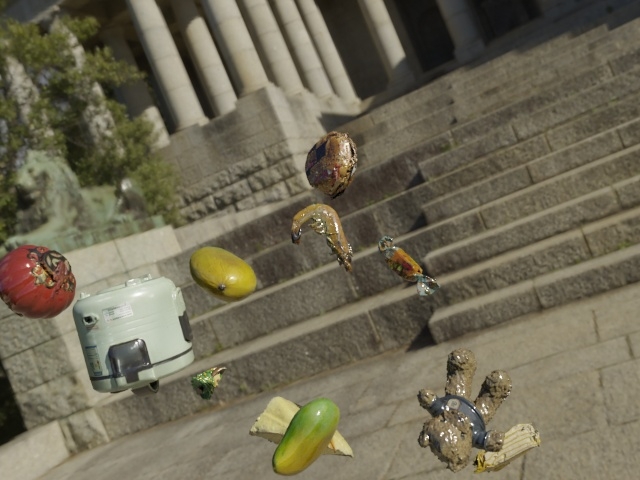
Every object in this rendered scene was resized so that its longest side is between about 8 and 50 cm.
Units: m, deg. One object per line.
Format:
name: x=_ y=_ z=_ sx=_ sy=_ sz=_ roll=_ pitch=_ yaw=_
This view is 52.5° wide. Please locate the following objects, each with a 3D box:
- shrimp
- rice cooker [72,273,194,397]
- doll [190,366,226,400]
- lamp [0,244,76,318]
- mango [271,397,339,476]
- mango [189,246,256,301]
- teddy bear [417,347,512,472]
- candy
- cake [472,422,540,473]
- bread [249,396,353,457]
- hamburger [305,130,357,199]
shrimp: x=0.000 y=0.000 z=1.462 sx=0.124 sy=0.178 sz=0.034 roll=-16 pitch=-15 yaw=-17
rice cooker: x=-0.376 y=0.199 z=1.329 sx=0.226 sy=0.244 sz=0.226 roll=-12 pitch=1 yaw=0
doll: x=-0.329 y=0.400 z=1.896 sx=0.078 sy=0.076 sz=0.113 roll=-50 pitch=9 yaw=47
lamp: x=-0.804 y=0.115 z=1.851 sx=0.227 sy=0.227 sz=0.227 roll=-23 pitch=1 yaw=0
mango: x=-0.032 y=0.427 z=1.408 sx=0.191 sy=0.085 sz=0.122 roll=-50 pitch=-29 yaw=-11
mango: x=-0.233 y=0.071 z=1.477 sx=0.137 sy=0.091 sz=0.237 roll=14 pitch=8 yaw=-39
teddy bear: x=0.281 y=0.344 z=1.275 sx=0.182 sy=0.129 sz=0.251 roll=22 pitch=43 yaw=26
candy: x=0.192 y=0.060 z=1.481 sx=0.046 sy=0.182 sz=0.053 roll=-3 pitch=-49 yaw=-54
cake: x=0.455 y=0.526 z=1.642 sx=0.116 sy=0.080 sz=0.185 roll=5 pitch=-38 yaw=-32
bread: x=-0.043 y=0.543 z=1.733 sx=0.135 sy=0.240 sz=0.178 roll=-53 pitch=38 yaw=1
hamburger: x=0.038 y=-0.252 z=2.178 sx=0.106 sy=0.231 sz=0.231 roll=16 pitch=-20 yaw=-29
